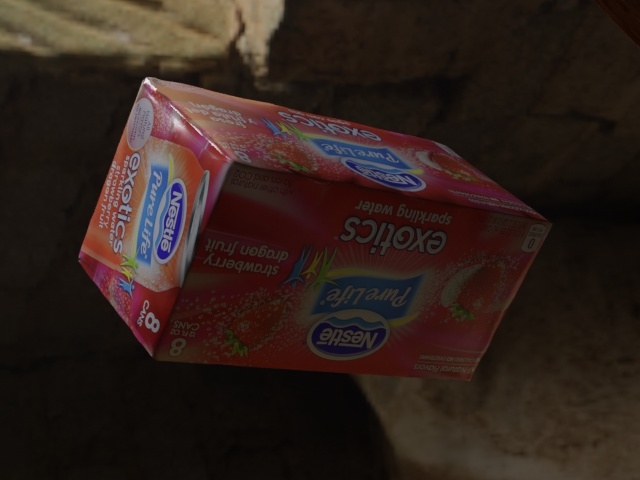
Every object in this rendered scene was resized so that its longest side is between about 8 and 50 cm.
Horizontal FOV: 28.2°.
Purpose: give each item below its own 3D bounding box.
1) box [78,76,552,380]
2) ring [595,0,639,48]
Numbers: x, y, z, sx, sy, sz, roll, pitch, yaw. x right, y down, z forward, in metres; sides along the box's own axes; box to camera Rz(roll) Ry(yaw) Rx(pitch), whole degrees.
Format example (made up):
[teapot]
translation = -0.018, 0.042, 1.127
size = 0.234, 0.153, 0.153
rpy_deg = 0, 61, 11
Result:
[box]
translation = 0.000, 0.000, 0.793
size = 0.122, 0.257, 0.128
rpy_deg = 44, 117, 46
[ring]
translation = 0.190, -0.041, 0.431
size = 0.032, 0.336, 0.336
rpy_deg = -50, 33, 2
